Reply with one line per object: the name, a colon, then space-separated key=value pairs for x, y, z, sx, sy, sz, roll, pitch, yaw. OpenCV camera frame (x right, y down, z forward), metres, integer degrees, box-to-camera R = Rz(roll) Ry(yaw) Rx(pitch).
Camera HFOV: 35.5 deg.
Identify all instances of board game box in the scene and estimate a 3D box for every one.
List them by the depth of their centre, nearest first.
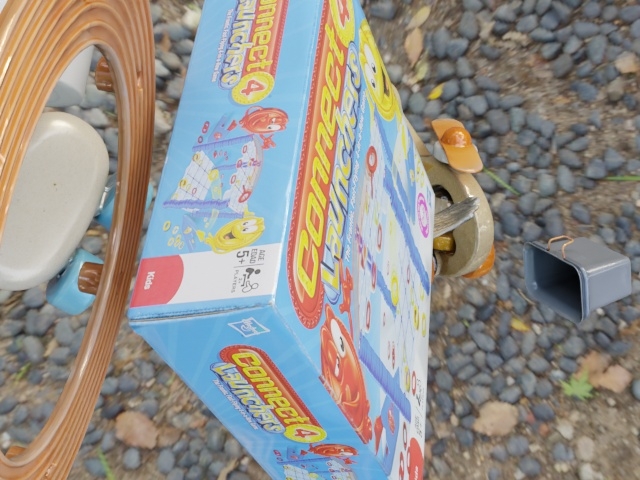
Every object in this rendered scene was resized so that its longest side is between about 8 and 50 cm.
board game box: x=0.000 y=0.000 z=0.706 sx=0.086 sy=0.302 sz=0.308 roll=-6 pitch=53 yaw=18

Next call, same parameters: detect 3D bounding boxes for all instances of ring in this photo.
ring: x=-0.145 y=0.004 z=0.527 sx=0.032 sy=0.336 sz=0.336 roll=10 pitch=95 yaw=2

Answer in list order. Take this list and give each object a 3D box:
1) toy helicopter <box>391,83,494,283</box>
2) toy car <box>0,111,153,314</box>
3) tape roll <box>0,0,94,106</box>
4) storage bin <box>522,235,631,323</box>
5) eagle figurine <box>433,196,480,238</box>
toy helicopter: x=0.148 y=-0.112 z=1.469 sx=0.140 sy=0.235 sz=0.355 roll=-12 pitch=57 yaw=-26
toy car: x=-0.358 y=-0.049 z=1.173 sx=0.219 sy=0.238 sz=0.210 roll=34 pitch=76 yaw=-28
tape roll: x=-0.324 y=-0.235 z=0.920 sx=0.246 sy=0.246 sz=0.169 roll=10 pitch=84 yaw=0
storage bin: x=0.344 y=0.038 z=1.332 sx=0.091 sy=0.135 sz=0.098 roll=-16 pitch=112 yaw=-18
eagle figurine: x=0.015 y=0.038 z=1.008 sx=0.225 sy=0.226 sz=0.298 roll=23 pitch=81 yaw=-5
